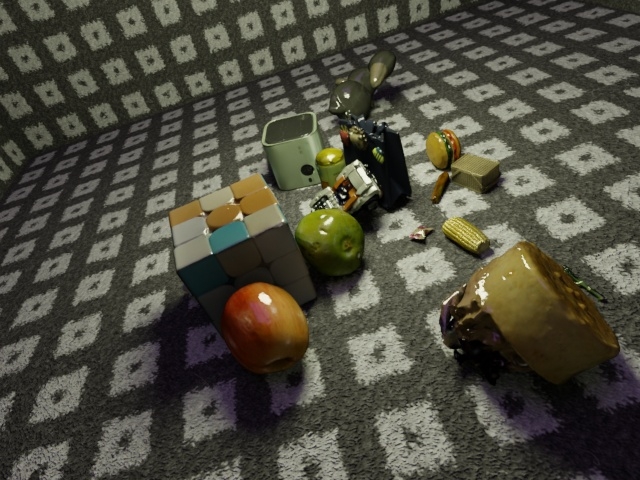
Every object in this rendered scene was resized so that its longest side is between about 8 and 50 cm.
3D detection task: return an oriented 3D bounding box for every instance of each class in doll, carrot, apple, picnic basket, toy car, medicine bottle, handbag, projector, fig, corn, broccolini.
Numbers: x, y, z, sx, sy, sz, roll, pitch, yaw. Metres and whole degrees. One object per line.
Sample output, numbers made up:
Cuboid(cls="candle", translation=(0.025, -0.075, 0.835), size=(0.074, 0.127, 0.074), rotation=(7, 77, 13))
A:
Cuboid(cls="doll", translation=(0.196, -0.790, 2.178), size=(0.252, 0.379, 0.383), rotation=(24, 61, -5))
Cuboid(cls="carrot", translation=(0.464, -0.207, 1.637), size=(0.042, 0.042, 0.171), rotation=(8, 50, 29))
Cuboid(cls="apple", translation=(-0.158, 0.255, 1.186), size=(0.242, 0.242, 0.241), rotation=(-29, 53, -12))
Cuboid(cls="picnic basket", translation=(0.591, -0.260, 1.614), size=(0.115, 0.080, 0.164), rotation=(-36, 43, -20))
Cuboid(cls="toy car", translation=(0.083, -0.146, 1.573), size=(0.301, 0.118, 0.193), rotation=(-39, 63, 21))
Cuboid(cls="medicine bottle", translation=(0.053, -0.256, 1.694), size=(0.124, 0.239, 0.124), rotation=(-11, 37, 9))
Cuboid(cls="handbag", translation=(0.197, -0.316, 1.635), size=(0.121, 0.329, 0.303), rotation=(-32, 41, -15))
Cuboid(cls="projector", translation=(-0.109, -0.409, 1.925), size=(0.248, 0.249, 0.248), rotation=(-12, 41, 8))
Cuboid(cls="fig", translation=(-0.005, 0.003, 1.448), size=(0.314, 0.233, 0.233), rotation=(3, 44, 33))
Cuboid(cls="corn", translation=(0.479, -0.018, 1.390), size=(0.085, 0.063, 0.165), rotation=(-20, 40, -17))
Cuboid(cls="broccolini", translation=(0.729, 0.118, 1.173), size=(0.035, 0.030, 0.140), rotation=(2, 32, -34))

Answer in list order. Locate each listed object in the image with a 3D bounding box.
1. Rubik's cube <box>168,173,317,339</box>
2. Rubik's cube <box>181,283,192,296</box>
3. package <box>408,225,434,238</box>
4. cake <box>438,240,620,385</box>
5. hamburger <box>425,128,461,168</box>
Cuboid(cls="Rubik's cube", translation=(-0.256, 0.047, 1.382), size=(0.346, 0.347, 0.344), rotation=(-23, 39, -7))
Cuboid(cls="Rubik's cube", translation=(-0.456, 0.173, 1.529), size=(0.084, 0.075, 0.073), rotation=(-22, 84, -6))
Cuboid(cls="package", translation=(0.356, -0.030, 1.480), size=(0.059, 0.029, 0.083), rotation=(11, 37, 41))
Cuboid(cls="cake", translation=(0.463, 0.206, 1.011), size=(0.321, 0.332, 0.332), rotation=(-44, 29, 30))
Cuboid(cls="hamburger", translation=(0.503, -0.378, 1.728), size=(0.115, 0.162, 0.162), rotation=(-21, 39, -5))
